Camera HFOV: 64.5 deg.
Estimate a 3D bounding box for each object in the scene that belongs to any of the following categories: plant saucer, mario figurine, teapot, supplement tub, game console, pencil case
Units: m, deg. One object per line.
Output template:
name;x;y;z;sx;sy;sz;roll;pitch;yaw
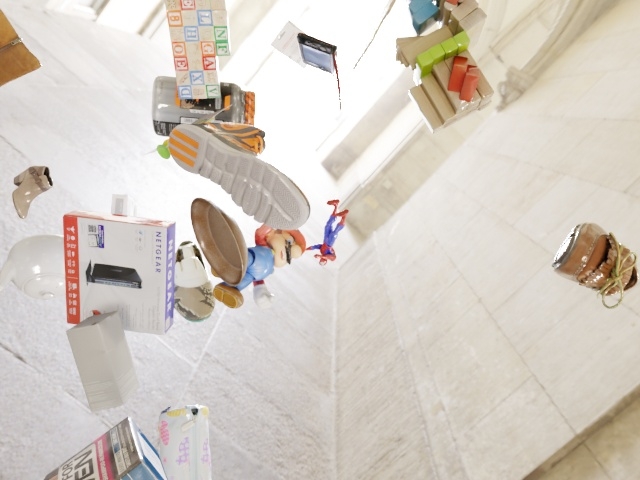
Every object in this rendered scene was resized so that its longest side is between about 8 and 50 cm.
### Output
plant saucer;-0.204;-0.002;1.049;0.036;0.199;0.199;-28;65;-33
mario figurine;-0.128;0.046;1.305;0.170;0.198;0.320;43;38;6
teapot;-0.908;0.113;1.702;0.253;0.255;0.187;74;-6;-60
supplement tub;-0.397;-0.449;1.752;0.337;0.207;0.207;2;25;-12
game console;0.000;-0.346;1.052;0.124;0.085;0.144;22;-1;4
pencil case;-0.298;0.515;1.145;0.113;0.124;0.273;21;51;-47

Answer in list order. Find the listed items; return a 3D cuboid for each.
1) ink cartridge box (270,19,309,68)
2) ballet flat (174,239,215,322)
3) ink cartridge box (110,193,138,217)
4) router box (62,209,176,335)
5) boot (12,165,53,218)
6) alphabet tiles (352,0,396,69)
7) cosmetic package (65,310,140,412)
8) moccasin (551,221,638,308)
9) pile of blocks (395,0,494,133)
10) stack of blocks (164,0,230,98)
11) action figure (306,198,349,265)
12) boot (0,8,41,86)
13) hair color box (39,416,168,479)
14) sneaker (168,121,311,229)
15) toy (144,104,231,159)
ink cartridge box;-0.097;-0.703;1.801;0.180;0.104;0.060;19;32;-47
ballet flat;-0.485;0.116;1.868;0.163;0.182;0.483;-5;21;-17
ink cartridge box;-0.651;-0.048;1.682;0.056;0.181;0.224;4;-5;-13
router box;-0.585;0.093;1.489;0.300;0.336;0.082;6;15;3
boot;-0.666;-0.117;1.182;0.042;0.086;0.119;45;32;-82
alphabet tiles;0.174;-0.603;1.325;0.011;0.285;0.342;28;-2;-8
cosmetic package;-0.590;0.327;1.390;0.127;0.107;0.238;-64;139;-82
moccasin;0.607;0.059;1.093;0.147;0.139;0.380;38;10;38
pile of blocks;0.193;-0.364;0.810;0.112;0.148;0.363;45;42;-80
stack of blocks;-0.358;-0.587;1.527;0.171;0.297;0.087;-4;34;-8
action figure;0.000;0.000;1.692;0.139;0.280;0.091;-20;54;-24
boot;-0.727;-0.407;1.010;0.264;0.096;0.281;57;37;-34
hair color box;-0.402;0.440;0.754;0.174;0.347;0.105;10;-49;62
sneaker;-0.129;-0.154;1.022;0.321;0.125;0.180;36;33;8
toy;-0.335;-0.276;1.342;0.237;0.136;0.056;-48;121;-45
